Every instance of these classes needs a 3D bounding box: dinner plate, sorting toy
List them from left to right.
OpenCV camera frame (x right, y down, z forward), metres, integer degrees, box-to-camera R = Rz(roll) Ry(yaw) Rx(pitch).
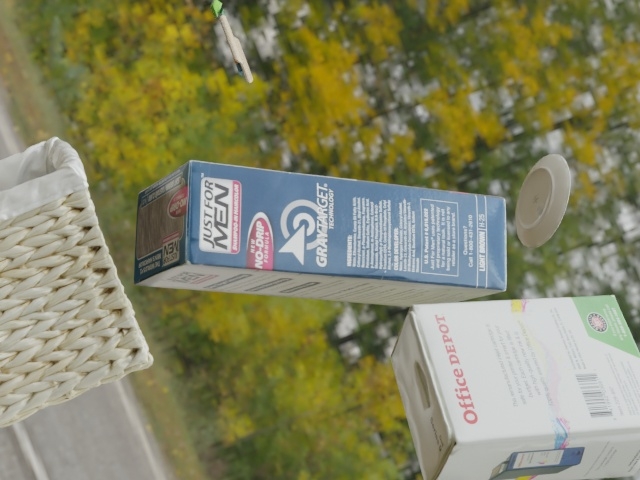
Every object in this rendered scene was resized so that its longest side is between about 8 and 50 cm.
[{"bbox_3d":[-0.094,-0.209,1.369,0.062,0.012,0.083,56,13,-72],"label":"sorting toy"},{"bbox_3d":[0.315,-0.059,1.906,0.141,0.017,0.141,-166,-90,-69],"label":"dinner plate"}]

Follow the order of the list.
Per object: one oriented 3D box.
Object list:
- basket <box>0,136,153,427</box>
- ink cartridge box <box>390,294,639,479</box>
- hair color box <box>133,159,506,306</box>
[{"bbox_3d":[-0.410,0.061,1.601,0.328,0.331,0.266,-149,-142,-72],"label":"basket"},{"bbox_3d":[0.187,0.138,1.218,0.093,0.212,0.154,109,-26,-47],"label":"ink cartridge box"},{"bbox_3d":[0.000,0.000,1.356,0.174,0.347,0.105,159,-67,-64],"label":"hair color box"}]
